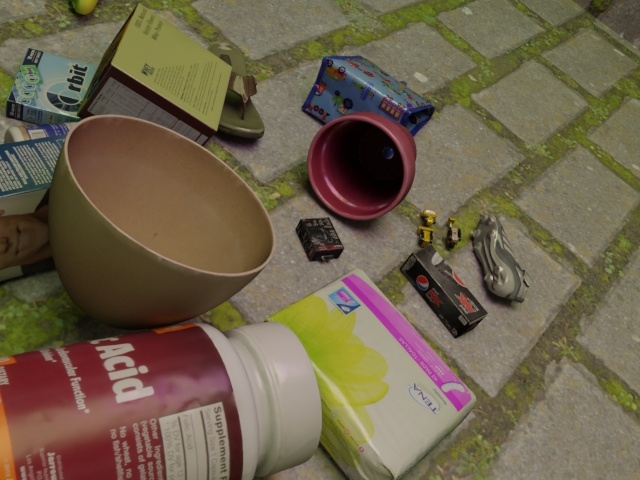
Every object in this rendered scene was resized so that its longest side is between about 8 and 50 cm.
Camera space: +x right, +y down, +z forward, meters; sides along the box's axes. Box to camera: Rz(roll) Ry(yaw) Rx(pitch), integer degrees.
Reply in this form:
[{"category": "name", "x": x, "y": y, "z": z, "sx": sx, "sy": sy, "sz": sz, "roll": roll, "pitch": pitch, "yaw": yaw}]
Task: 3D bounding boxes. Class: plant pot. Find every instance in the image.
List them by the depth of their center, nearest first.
[{"category": "plant pot", "x": -0.226, "y": 0.004, "z": 0.867, "sx": 0.284, "sy": 0.191, "sz": 0.284, "roll": 31, "pitch": 26, "yaw": -17}, {"category": "plant pot", "x": 0.100, "y": -0.156, "z": 1.318, "sx": 0.201, "sy": 0.201, "sz": 0.180, "roll": 39, "pitch": 29, "yaw": 9}]

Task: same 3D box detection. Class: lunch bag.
[{"category": "lunch bag", "x": 0.134, "y": -0.328, "z": 1.534, "sx": 0.221, "sy": 0.138, "sz": 0.293, "roll": 36, "pitch": 35, "yaw": 10}]

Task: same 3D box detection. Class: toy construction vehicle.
[{"category": "toy construction vehicle", "x": 0.236, "y": -0.017, "z": 1.365, "sx": 0.085, "sy": 0.035, "sz": 0.098, "roll": 10, "pitch": 44, "yaw": -4}]

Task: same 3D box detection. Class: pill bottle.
[{"category": "pill bottle", "x": -0.210, "y": 0.218, "z": 0.785, "sx": 0.392, "sy": 0.224, "sz": 0.224, "roll": -7, "pitch": 55, "yaw": -32}, {"category": "pill bottle", "x": -0.395, "y": -0.133, "z": 1.085, "sx": 0.186, "sy": 0.112, "sz": 0.112, "roll": -11, "pitch": 57, "yaw": -35}]

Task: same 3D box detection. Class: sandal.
[{"category": "sandal", "x": -0.184, "y": -0.319, "z": 1.376, "sx": 0.120, "sy": 0.086, "sz": 0.303, "roll": 2, "pitch": 50, "yaw": -25}]

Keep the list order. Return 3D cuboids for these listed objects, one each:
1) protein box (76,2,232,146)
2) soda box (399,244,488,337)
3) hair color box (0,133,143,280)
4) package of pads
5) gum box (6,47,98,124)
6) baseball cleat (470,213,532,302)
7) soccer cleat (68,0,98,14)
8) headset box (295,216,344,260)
[{"category": "protein box", "x": -0.289, "y": -0.268, "z": 1.205, "sx": 0.201, "sy": 0.136, "sz": 0.200, "roll": 31, "pitch": 41, "yaw": -27}, {"category": "soda box", "x": 0.225, "y": 0.092, "z": 1.242, "sx": 0.060, "sy": 0.053, "sz": 0.169, "roll": -19, "pitch": 62, "yaw": -38}, {"category": "hair color box", "x": -0.427, "y": -0.038, "z": 0.935, "sx": 0.347, "sy": 0.174, "sz": 0.105, "roll": -18, "pitch": 57, "yaw": -38}, {"category": "package of pads", "x": 0.062, "y": 0.205, "z": 1.024, "sx": 0.229, "sy": 0.101, "sz": 0.296, "roll": -27, "pitch": 66, "yaw": -41}, {"category": "gum box", "x": -0.450, "y": -0.264, "z": 1.224, "sx": 0.184, "sy": 0.041, "sz": 0.157, "roll": 12, "pitch": 47, "yaw": -17}, {"category": "baseball cleat", "x": 0.365, "y": 0.040, "z": 1.363, "sx": 0.109, "sy": 0.072, "sz": 0.206, "roll": 27, "pitch": 44, "yaw": -25}, {"category": "soccer cleat", "x": -0.479, "y": -0.584, "z": 1.462, "sx": 0.121, "sy": 0.093, "sz": 0.289, "roll": 12, "pitch": 47, "yaw": -26}, {"category": "headset box", "x": 0.000, "y": 0.000, "z": 1.224, "sx": 0.062, "sy": 0.032, "sz": 0.083, "roll": -6, "pitch": 55, "yaw": -30}]
